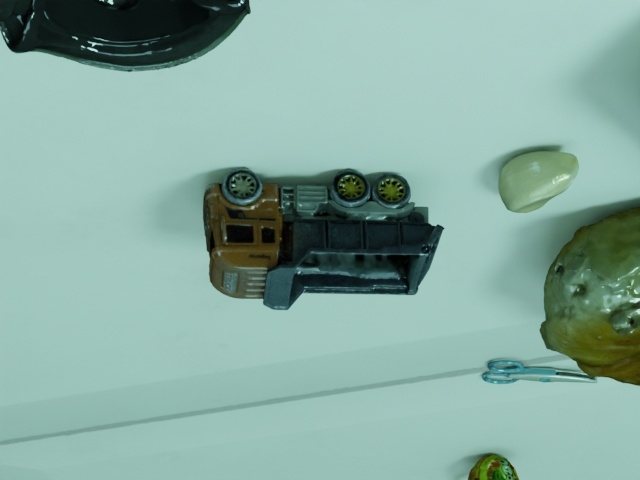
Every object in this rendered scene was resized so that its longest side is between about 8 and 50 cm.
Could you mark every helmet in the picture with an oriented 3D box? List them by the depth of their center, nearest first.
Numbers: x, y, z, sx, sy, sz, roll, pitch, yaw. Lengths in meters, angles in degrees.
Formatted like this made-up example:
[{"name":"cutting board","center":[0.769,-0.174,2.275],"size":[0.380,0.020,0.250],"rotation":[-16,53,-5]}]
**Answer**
[{"name":"helmet","center":[-0.126,-0.175,0.947],"size":[0.153,0.107,0.177],"rotation":[-10,170,8]}]

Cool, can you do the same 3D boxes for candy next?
[{"name":"candy","center":[0.176,0.303,1.911],"size":[0.060,0.061,0.201],"rotation":[9,157,-20]}]

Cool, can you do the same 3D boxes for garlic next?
[{"name":"garlic","center":[0.170,-0.046,1.271],"size":[0.053,0.041,0.083],"rotation":[-8,162,-16]}]

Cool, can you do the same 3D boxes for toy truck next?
[{"name":"toy truck","center":[0.000,0.000,1.284],"size":[0.192,0.092,0.083],"rotation":[1,152,-6]}]

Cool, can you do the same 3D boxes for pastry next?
[{"name":"pastry","center":[0.320,0.058,1.383],"size":[0.257,0.121,0.236],"rotation":[-11,151,11]}]

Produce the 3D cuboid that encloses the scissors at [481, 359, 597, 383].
[{"name":"scissors","center":[0.230,0.140,1.639],"size":[0.119,0.014,0.058],"rotation":[3,152,-3]}]
